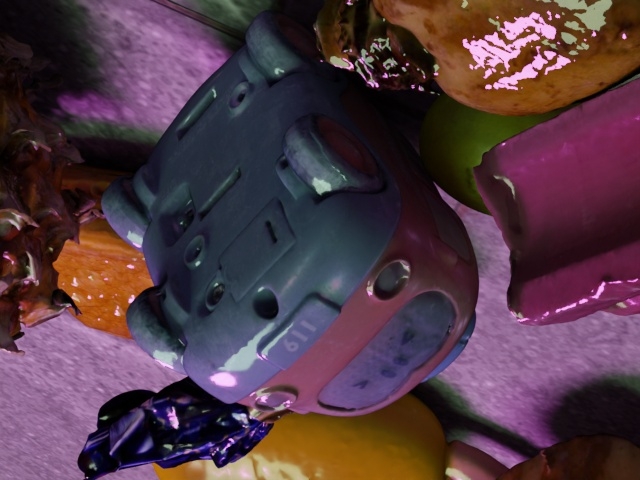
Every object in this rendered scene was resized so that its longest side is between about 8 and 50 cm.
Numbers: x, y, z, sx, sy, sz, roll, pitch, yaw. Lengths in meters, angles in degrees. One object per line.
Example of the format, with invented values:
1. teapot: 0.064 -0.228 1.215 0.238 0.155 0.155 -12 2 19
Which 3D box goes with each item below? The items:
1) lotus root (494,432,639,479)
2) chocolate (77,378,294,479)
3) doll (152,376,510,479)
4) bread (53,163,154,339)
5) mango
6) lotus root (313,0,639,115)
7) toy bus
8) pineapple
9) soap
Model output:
1. lotus root: 0.285 0.305 1.719 0.316 0.250 0.316 4 136 3
2. chocolate: -0.060 0.129 1.689 0.343 0.148 0.126 -33 96 23
3. doll: 0.058 0.211 1.882 0.348 0.161 0.423 -28 127 31
4. bread: -0.156 0.013 1.741 0.210 0.099 0.235 10 156 28
5. mango: 0.148 -0.055 1.387 0.163 0.089 0.117 22 153 0
6. lotus root: 0.131 -0.161 1.148 0.314 0.141 0.169 -14 121 48
7. toy bus: 0.000 0.000 1.406 0.232 0.294 0.197 30 112 -32
8. pineapple: -0.353 -0.059 1.520 0.352 0.352 0.300 11 141 22
9. soap: 0.291 -0.049 1.135 0.233 0.128 0.359 -7 170 -34
